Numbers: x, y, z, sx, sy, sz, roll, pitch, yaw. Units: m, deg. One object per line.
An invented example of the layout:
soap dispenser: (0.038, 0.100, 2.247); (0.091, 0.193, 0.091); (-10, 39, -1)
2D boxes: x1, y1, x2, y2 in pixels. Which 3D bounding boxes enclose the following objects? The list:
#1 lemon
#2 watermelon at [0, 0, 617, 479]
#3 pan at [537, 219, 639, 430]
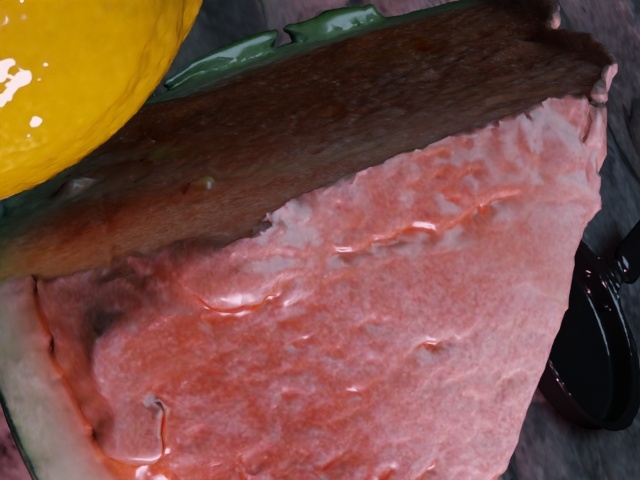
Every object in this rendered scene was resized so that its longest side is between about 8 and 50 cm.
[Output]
lemon: (-0.140, -0.098, 0.677); (0.180, 0.193, 0.180); (41, 15, -13)
watermelon: (-0.032, 0.010, 0.788); (0.222, 0.319, 0.292); (20, 6, -15)
pan: (0.179, 0.036, 1.225); (0.136, 0.028, 0.235); (61, 35, -9)
